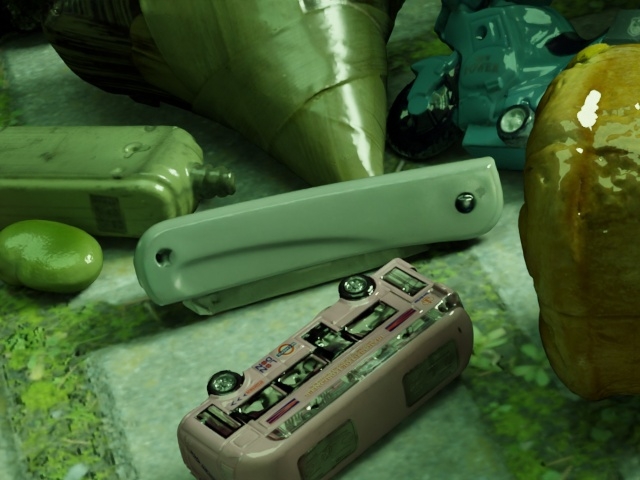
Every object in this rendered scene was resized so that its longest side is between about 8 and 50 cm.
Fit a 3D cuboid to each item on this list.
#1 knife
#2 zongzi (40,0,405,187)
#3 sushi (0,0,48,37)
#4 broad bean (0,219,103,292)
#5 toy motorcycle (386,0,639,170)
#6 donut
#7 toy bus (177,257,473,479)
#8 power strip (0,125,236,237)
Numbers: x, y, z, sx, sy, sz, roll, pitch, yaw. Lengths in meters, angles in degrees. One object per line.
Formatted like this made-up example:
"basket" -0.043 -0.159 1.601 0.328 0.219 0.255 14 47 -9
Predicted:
"knife" 0.000 -0.003 1.298 0.265 0.073 0.040 -14 4 -6
"zongzi" -0.083 -0.114 1.437 0.289 0.154 0.317 -15 57 23
"sushi" -0.263 -0.281 1.705 0.127 0.124 0.225 -4 42 20
"broad bean" -0.200 0.012 1.354 0.083 0.045 0.063 6 40 11
"toy motorcycle" 0.178 -0.134 1.370 0.272 0.123 0.182 7 68 39
"donut" 0.195 -0.012 1.125 0.114 0.226 0.226 1 37 19
"toy bus" 0.007 0.093 1.166 0.203 0.063 0.090 -37 45 -27
"power strip" -0.242 -0.046 1.432 0.387 0.066 0.092 1 36 22
